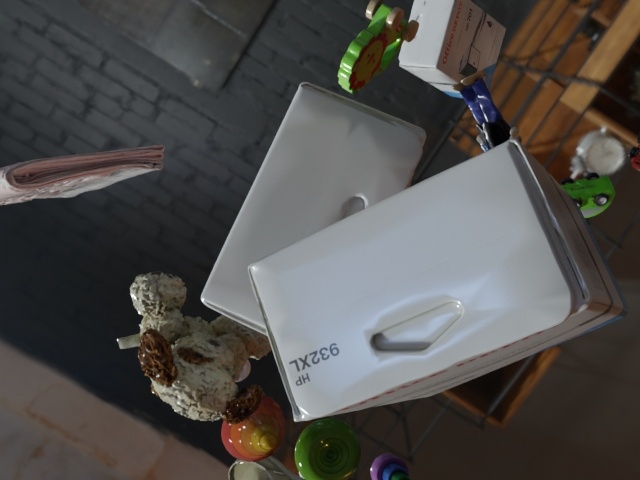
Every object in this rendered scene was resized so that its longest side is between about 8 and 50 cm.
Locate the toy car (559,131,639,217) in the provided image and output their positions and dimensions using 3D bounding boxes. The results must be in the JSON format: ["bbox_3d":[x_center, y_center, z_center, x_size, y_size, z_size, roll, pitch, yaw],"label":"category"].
[{"bbox_3d":[0.479,-0.078,1.392,0.239,0.225,0.053,-92,-12,-46],"label":"toy car"}]

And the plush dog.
[{"bbox_3d":[-0.208,0.198,1.387,0.262,0.211,0.225,29,-171,-22],"label":"plush dog"}]

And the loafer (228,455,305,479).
[{"bbox_3d":[-0.105,0.506,1.786,0.092,0.102,0.268,-1,-174,-45],"label":"loafer"}]

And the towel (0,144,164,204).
[{"bbox_3d":[-0.481,-0.098,1.507,0.331,0.053,0.317,-10,-177,41],"label":"towel"}]

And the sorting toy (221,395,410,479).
[{"bbox_3d":[0.008,0.381,1.556,0.365,0.127,0.126,22,174,-16],"label":"sorting toy"}]

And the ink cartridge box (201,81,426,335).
[{"bbox_3d":[0.000,0.000,1.156,0.166,0.285,0.395,23,173,5],"label":"ink cartridge box"}]

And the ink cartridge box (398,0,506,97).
[{"bbox_3d":[0.232,-0.338,1.527,0.082,0.140,0.190,16,-178,36],"label":"ink cartridge box"}]

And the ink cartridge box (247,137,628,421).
[{"bbox_3d":[0.115,0.044,0.732,0.307,0.223,0.129,14,-127,-66],"label":"ink cartridge box"}]

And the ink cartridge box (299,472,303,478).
[{"bbox_3d":[-0.017,0.560,2.089,0.063,0.029,0.115,29,-163,-24],"label":"ink cartridge box"}]

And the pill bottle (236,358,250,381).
[{"bbox_3d":[-0.203,0.270,2.009,0.065,0.065,0.116,27,-172,-25],"label":"pill bottle"}]

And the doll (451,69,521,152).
[{"bbox_3d":[0.271,-0.170,1.379,0.189,0.046,0.129,63,167,-3],"label":"doll"}]

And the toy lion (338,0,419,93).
[{"bbox_3d":[0.054,-0.194,0.894,0.034,0.096,0.100,33,-167,17],"label":"toy lion"}]
